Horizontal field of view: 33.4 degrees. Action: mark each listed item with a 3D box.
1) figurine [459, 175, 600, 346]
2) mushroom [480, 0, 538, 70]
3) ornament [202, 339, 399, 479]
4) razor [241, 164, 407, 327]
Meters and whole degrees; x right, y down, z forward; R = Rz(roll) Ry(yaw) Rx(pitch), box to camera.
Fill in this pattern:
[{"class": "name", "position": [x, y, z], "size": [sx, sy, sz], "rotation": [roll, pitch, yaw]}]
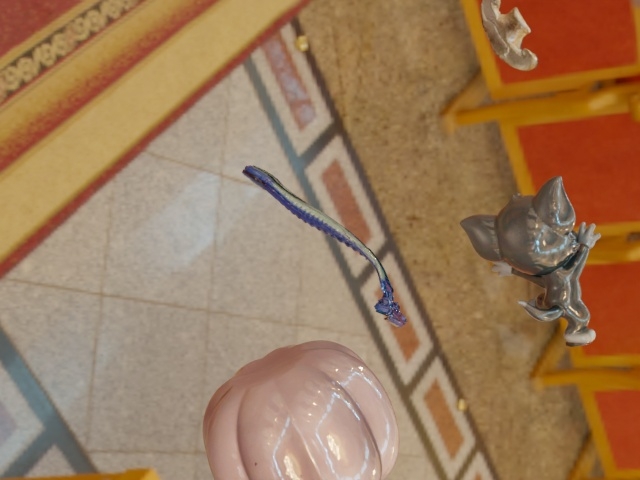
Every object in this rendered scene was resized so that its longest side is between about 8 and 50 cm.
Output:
[{"class": "figurine", "position": [0.349, 0.046, 1.716], "size": [0.140, 0.193, 0.265], "rotation": [-3, 80, -53]}, {"class": "mushroom", "position": [0.210, -0.233, 1.200], "size": [0.019, 0.049, 0.101], "rotation": [-13, 68, -56]}, {"class": "ornament", "position": [-0.015, 0.183, 0.962], "size": [0.177, 0.177, 0.178], "rotation": [3, 87, -54]}, {"class": "razor", "position": [0.009, -0.009, 1.493], "size": [0.056, 0.324, 0.093], "rotation": [-46, 160, 2]}]
